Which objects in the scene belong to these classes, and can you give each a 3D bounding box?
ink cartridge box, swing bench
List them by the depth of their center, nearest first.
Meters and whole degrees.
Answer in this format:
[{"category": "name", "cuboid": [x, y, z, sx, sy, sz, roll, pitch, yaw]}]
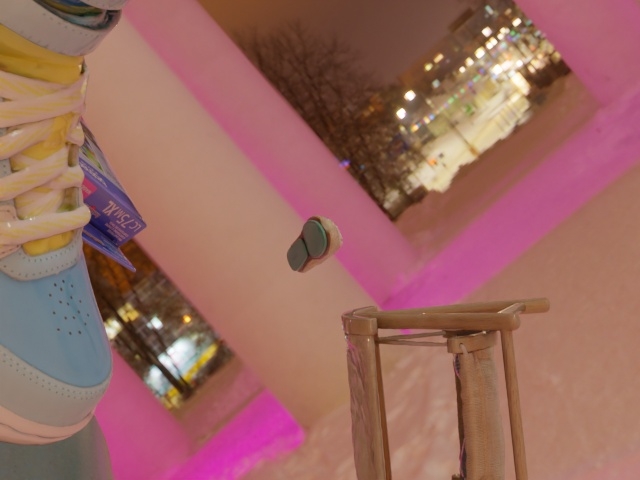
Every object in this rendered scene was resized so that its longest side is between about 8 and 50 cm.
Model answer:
[{"category": "swing bench", "cuboid": [0.140, 0.206, 0.996, 0.254, 0.253, 0.165, -6, 0, 27]}, {"category": "ink cartridge box", "cuboid": [-0.339, -0.112, 1.138, 0.065, 0.311, 0.186, -34, -28, 2]}]

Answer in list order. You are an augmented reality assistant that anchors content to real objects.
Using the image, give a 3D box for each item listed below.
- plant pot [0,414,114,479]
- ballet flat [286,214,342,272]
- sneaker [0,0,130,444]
[{"category": "plant pot", "cuboid": [-0.291, 0.295, 0.670, 0.341, 0.341, 0.334, -41, 34, 10]}, {"category": "ballet flat", "cuboid": [0.000, 0.000, 1.092, 0.052, 0.057, 0.168, -17, -8, -21]}, {"category": "sneaker", "cuboid": [-0.144, -0.064, 0.410, 0.208, 0.319, 0.127, -24, 6, 21]}]
